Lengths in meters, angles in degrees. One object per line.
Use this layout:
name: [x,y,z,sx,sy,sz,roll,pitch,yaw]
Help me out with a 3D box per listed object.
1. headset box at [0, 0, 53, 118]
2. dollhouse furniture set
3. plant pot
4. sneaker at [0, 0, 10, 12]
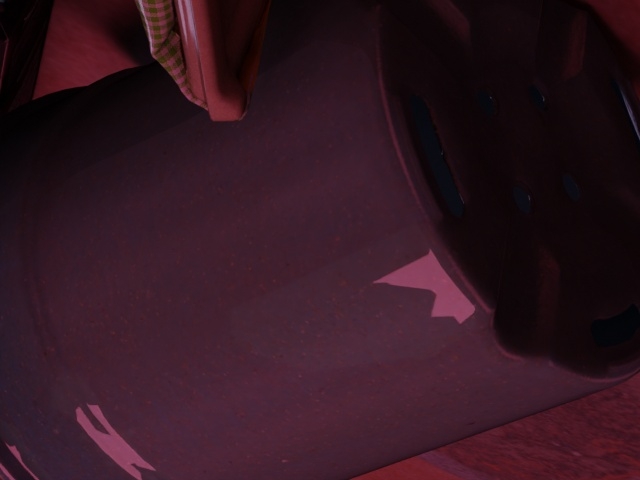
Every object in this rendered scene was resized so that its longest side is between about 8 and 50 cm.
headset box: [-0.314,-0.148,0.722,0.218,0.110,0.293,23,152,-11]
dollhouse furniture set: [-0.084,-0.214,0.374,0.151,0.198,0.301,12,152,7]
plant pot: [0.000,0.000,0.616,0.341,0.341,0.334,35,141,-31]
sneaker: [-0.155,-0.169,0.521,0.106,0.101,0.267,15,124,-31]
